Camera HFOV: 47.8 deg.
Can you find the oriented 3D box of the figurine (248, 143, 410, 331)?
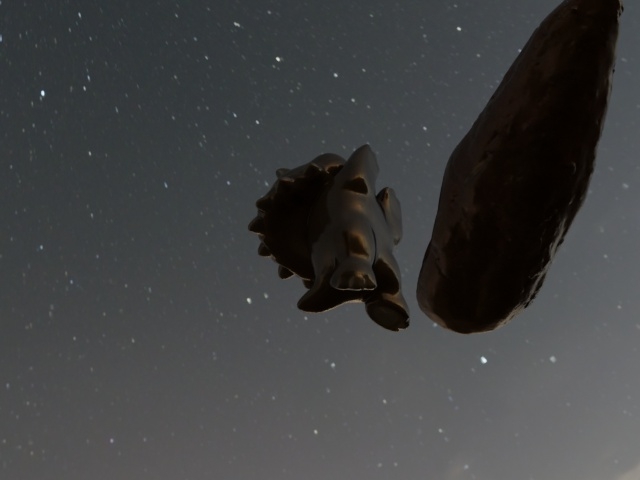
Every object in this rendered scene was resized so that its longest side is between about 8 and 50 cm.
[{"bbox_3d":[0.002,-0.001,0.882,0.173,0.247,0.177,-18,-33,21],"label":"figurine"}]

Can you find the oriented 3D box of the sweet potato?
[{"bbox_3d":[0.137,-0.051,0.497,0.097,0.097,0.251,6,-66,-27],"label":"sweet potato"}]
